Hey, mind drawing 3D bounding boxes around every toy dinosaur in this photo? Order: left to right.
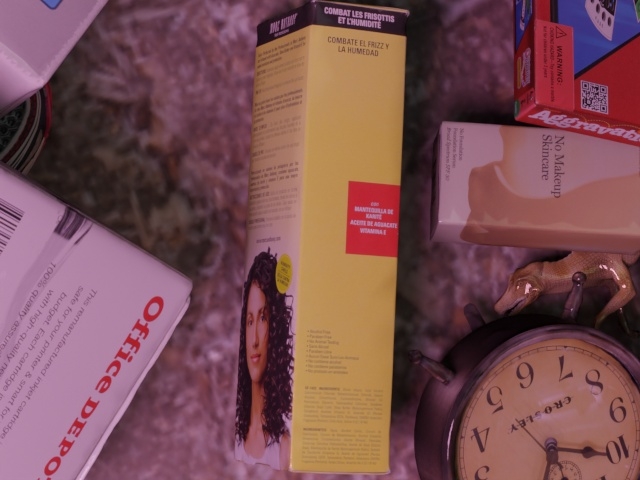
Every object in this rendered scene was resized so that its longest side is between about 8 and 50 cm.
[{"bbox_3d":[0.179,-0.009,1.033,0.092,0.053,0.183,48,72,-12],"label":"toy dinosaur"}]

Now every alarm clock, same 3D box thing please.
[{"bbox_3d":[0.121,0.123,0.994,0.129,0.064,0.192,-23,101,-16],"label":"alarm clock"}]

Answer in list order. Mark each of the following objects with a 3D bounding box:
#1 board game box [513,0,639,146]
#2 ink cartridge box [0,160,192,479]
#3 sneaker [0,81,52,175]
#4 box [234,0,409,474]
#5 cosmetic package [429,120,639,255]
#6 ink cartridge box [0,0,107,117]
[{"bbox_3d":[0.172,-0.183,1.013,0.145,0.027,0.281,11,67,-23],"label":"board game box"},{"bbox_3d":[-0.166,0.031,0.816,0.140,0.082,0.190,-59,142,-3],"label":"ink cartridge box"},{"bbox_3d":[-0.259,-0.030,0.823,0.299,0.112,0.121,-16,93,-23],"label":"sneaker"},{"bbox_3d":[0.000,0.000,0.942,0.058,0.087,0.232,5,84,-22],"label":"box"},{"bbox_3d":[0.118,-0.028,0.992,0.115,0.041,0.060,2,75,-3],"label":"cosmetic package"},{"bbox_3d":[-0.163,-0.246,0.857,0.261,0.066,0.296,41,57,-16],"label":"ink cartridge box"}]
